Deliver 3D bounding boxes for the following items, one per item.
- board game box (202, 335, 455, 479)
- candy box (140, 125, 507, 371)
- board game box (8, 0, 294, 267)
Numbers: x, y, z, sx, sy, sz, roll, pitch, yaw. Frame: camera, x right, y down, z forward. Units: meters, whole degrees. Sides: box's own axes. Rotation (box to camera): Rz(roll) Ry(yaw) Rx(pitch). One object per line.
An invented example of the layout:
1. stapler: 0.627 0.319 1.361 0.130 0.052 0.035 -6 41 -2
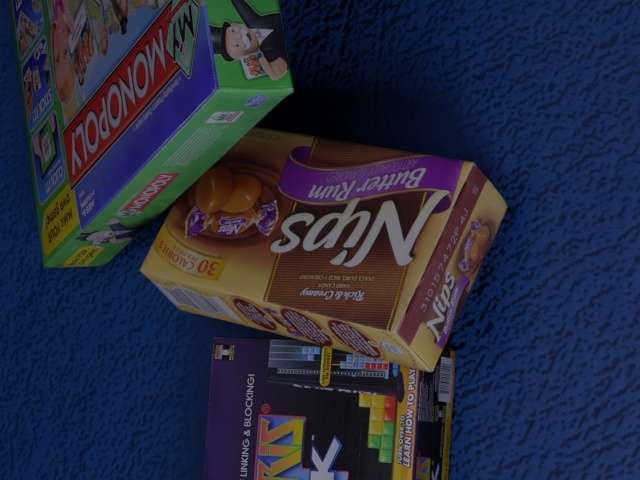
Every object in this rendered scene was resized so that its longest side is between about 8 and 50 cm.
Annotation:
1. board game box: 0.001 0.142 1.104 0.141 0.048 0.170 -1 82 30
2. candy box: 0.000 0.000 1.096 0.186 0.053 0.109 12 67 38
3. board game box: -0.109 -0.129 1.113 0.317 0.046 0.214 144 121 -60
